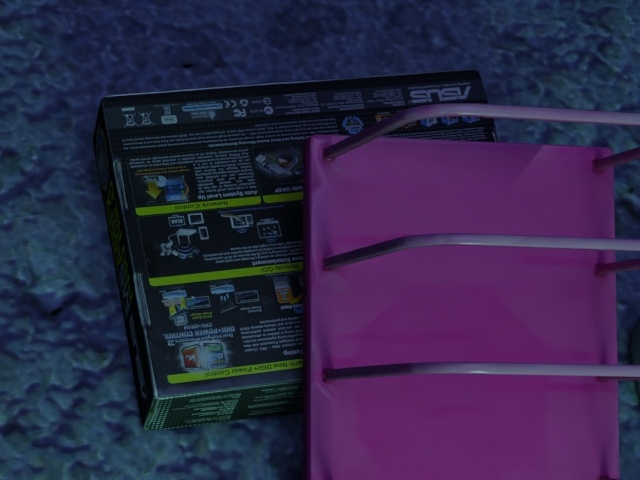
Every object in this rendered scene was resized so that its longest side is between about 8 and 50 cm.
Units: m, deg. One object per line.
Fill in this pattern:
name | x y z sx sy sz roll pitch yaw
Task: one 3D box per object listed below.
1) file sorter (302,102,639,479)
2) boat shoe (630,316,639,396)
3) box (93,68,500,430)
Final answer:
file sorter | 0.111 0.076 0.895 0.202 0.182 0.291 2 84 -16
boat shoe | 0.323 0.152 0.989 0.121 0.119 0.335 -27 66 -16
box | 0.000 0.000 1.034 0.270 0.060 0.216 -6 66 -17
